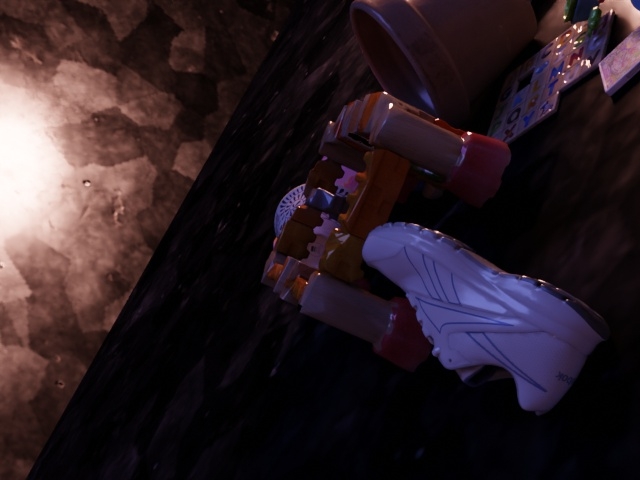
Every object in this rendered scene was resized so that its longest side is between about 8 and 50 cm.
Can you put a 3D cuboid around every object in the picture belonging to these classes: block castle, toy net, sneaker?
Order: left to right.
[{"bbox_3d":[0.090,-0.012,1.449,0.453,0.213,0.303,-165,98,-80],"label":"block castle"},{"bbox_3d":[0.144,0.071,1.114,0.297,0.111,0.129,29,94,42],"label":"sneaker"},{"bbox_3d":[0.384,-0.403,1.483,0.122,0.045,0.232,-64,-14,-64],"label":"toy net"}]

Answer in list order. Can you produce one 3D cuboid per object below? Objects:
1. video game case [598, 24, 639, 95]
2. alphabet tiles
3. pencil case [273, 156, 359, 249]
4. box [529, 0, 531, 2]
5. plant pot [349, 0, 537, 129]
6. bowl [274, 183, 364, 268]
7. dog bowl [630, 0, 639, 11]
[{"bbox_3d":[0.405,-0.245,1.370,0.122,0.011,0.087,-44,18,30],"label":"video game case"},{"bbox_3d":[0.329,-0.233,1.565,0.237,0.009,0.198,-37,23,48],"label":"alphabet tiles"},{"bbox_3d":[0.029,-0.064,1.786,0.284,0.124,0.124,-55,13,32],"label":"pencil case"},{"bbox_3d":[0.300,-0.419,1.936,0.183,0.056,0.231,-60,17,-20],"label":"box"},{"bbox_3d":[0.208,-0.324,1.708,0.229,0.263,0.263,-34,16,-4],"label":"plant pot"},{"bbox_3d":[0.000,0.000,1.711,0.170,0.170,0.080,-44,12,31],"label":"bowl"},{"bbox_3d":[0.459,-0.405,1.329,0.166,0.074,0.297,-6,48,41],"label":"dog bowl"}]
